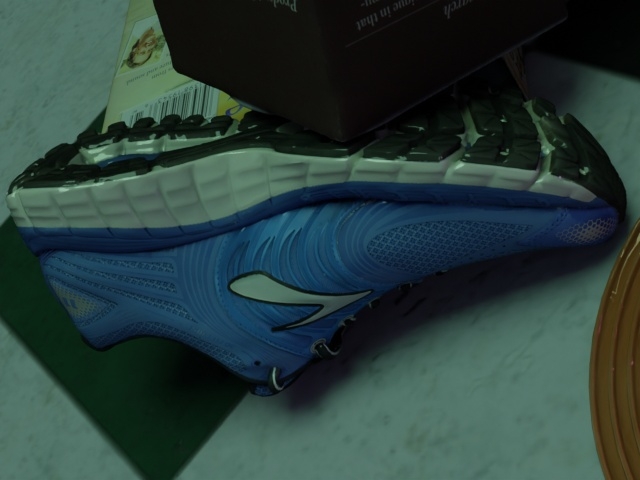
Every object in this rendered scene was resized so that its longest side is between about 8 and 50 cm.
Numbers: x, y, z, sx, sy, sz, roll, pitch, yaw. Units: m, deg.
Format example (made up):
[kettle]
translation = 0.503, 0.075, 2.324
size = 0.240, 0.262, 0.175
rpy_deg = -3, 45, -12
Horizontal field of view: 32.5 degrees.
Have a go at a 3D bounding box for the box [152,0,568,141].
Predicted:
[box]
translation = 0.005, -0.191, 0.565
size = 0.167, 0.203, 0.168
rpy_deg = -32, 37, -25

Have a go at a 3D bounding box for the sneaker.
[sneaker]
translation = 0.000, 0.000, 0.609
size = 0.330, 0.147, 0.130
rpy_deg = -5, 25, 15

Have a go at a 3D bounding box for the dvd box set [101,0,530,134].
[dvd box set]
translation = -0.011, -0.208, 0.825
size = 0.307, 0.062, 0.420
rpy_deg = -20, 46, 24

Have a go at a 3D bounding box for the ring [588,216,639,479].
[ring]
translation = 0.265, 0.029, 0.431
size = 0.336, 0.032, 0.337
rpy_deg = -22, 46, 24
